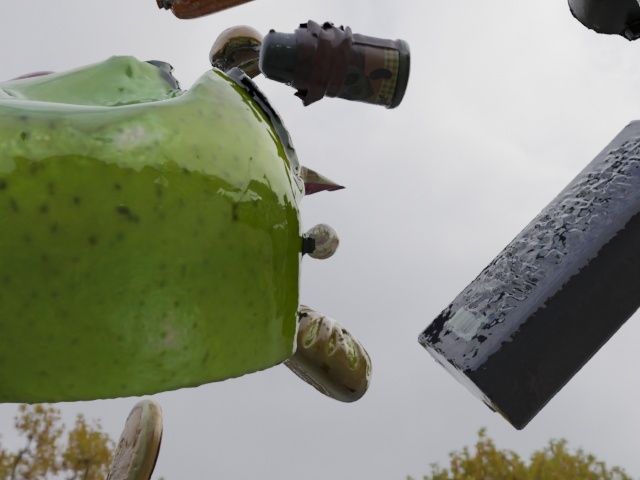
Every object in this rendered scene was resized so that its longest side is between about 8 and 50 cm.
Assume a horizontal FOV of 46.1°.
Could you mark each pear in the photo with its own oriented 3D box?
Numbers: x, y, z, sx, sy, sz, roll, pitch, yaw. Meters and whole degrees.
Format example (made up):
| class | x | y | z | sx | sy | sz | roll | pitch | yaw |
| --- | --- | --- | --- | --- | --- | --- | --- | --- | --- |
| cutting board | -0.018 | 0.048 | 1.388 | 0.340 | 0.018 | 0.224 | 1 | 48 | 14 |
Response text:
| class | x | y | z | sx | sy | sz | roll | pitch | yaw |
| --- | --- | --- | --- | --- | --- | --- | --- | --- | --- |
| pear | -0.174 | -0.020 | 0.419 | 0.292 | 0.292 | 0.160 | 1 | -75 | 3 |

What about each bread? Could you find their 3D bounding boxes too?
| class | x | y | z | sx | sy | sz | roll | pitch | yaw |
| --- | --- | --- | --- | --- | --- | --- | --- | --- | --- |
| bread | -0.006 | 0.175 | 1.226 | 0.213 | 0.105 | 0.213 | 37 | -12 | 9 |
| bread | -0.171 | 0.196 | 0.684 | 0.024 | 0.110 | 0.110 | 22 | -40 | -23 |

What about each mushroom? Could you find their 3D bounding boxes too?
| class | x | y | z | sx | sy | sz | roll | pitch | yaw |
| --- | --- | --- | --- | --- | --- | --- | --- | --- | --- |
| mushroom | 0.000 | 0.000 | 1.612 | 0.083 | 0.084 | 0.067 | -8 | -43 | 15 |

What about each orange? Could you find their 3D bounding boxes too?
| class | x | y | z | sx | sy | sz | roll | pitch | yaw |
| --- | --- | --- | --- | --- | --- | --- | --- | --- | --- |
| orange | -0.184 | -0.434 | 1.727 | 0.169 | 0.112 | 0.160 | -7 | 0 | 40 |

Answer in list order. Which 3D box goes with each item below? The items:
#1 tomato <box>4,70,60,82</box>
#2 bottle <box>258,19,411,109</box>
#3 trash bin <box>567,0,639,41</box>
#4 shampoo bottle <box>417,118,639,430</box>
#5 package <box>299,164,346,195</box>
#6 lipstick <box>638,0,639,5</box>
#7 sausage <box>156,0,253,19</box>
| class | x | y | z | sx | sy | sz | roll | pitch | yaw |
| --- | --- | --- | --- | --- | --- | --- | --- | --- | --- |
| tomato | -0.348 | -0.125 | 0.938 | 0.167 | 0.167 | 0.167 | 2 | -36 | 2 |
| bottle | 0.021 | -0.318 | 1.382 | 0.271 | 0.143 | 0.156 | 6 | -81 | -9 |
| trash bin | 0.575 | -0.540 | 1.387 | 0.202 | 0.252 | 0.301 | -18 | -17 | 6 |
| shampoo bottle | 0.206 | -0.012 | 0.521 | 0.309 | 0.098 | 0.071 | -45 | -74 | -4 |
| package | -0.022 | -0.058 | 0.732 | 0.083 | 0.029 | 0.059 | 7 | -2 | -43 |
| lipstick | 0.508 | -0.187 | 0.952 | 0.077 | 0.077 | 0.418 | -26 | -72 | 34 |
| sausage | 0.004 | -0.285 | 0.735 | 0.347 | 0.053 | 0.053 | -17 | -38 | 2 |
